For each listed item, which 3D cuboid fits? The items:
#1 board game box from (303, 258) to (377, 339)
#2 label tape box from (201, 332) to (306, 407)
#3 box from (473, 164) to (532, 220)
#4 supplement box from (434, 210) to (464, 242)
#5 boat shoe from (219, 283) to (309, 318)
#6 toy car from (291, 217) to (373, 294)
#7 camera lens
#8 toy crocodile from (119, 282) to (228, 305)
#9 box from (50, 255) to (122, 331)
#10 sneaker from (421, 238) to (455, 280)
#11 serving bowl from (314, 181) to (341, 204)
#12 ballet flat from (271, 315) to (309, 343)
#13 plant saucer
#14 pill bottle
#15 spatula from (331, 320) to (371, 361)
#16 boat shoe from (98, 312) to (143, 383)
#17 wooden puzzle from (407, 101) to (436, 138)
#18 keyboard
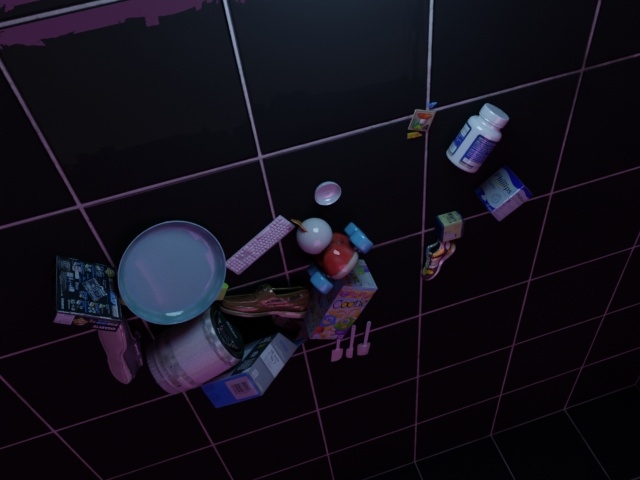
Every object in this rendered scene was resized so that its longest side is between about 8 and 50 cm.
[{"bbox_3d":[0.058,0.206,2.044,0.142,0.144,0.275,7,131,-29],"label":"board game box"},{"bbox_3d":[-0.230,0.423,2.048,0.240,0.334,0.106,-24,104,35],"label":"label tape box"},{"bbox_3d":[0.602,-0.158,1.925,0.137,0.126,0.072,-41,133,18],"label":"box"},{"bbox_3d":[0.446,-0.048,2.019,0.083,0.056,0.083,-15,137,-8],"label":"supplement box"},{"bbox_3d":[-0.187,0.195,1.973,0.307,0.111,0.105,3,106,-20],"label":"boat shoe"},{"bbox_3d":[0.000,0.000,1.823,0.238,0.210,0.219,43,96,-15],"label":"toy car"},{"bbox_3d":[-0.410,0.362,1.945,0.274,0.219,0.219,-30,137,8],"label":"camera lens"},{"bbox_3d":[-0.451,0.154,1.803,0.340,0.105,0.115,9,129,-31],"label":"toy crocodile"},{"bbox_3d":[-0.655,0.147,1.625,0.175,0.220,0.051,16,123,-35],"label":"box"},{"bbox_3d":[0.406,0.063,2.115,0.083,0.070,0.186,19,118,-26],"label":"sneaker"},{"bbox_3d":[0.019,-0.147,1.758,0.083,0.027,0.083,-12,137,-12],"label":"serving bowl"},{"bbox_3d":[-0.113,0.314,2.151,0.250,0.058,0.084,42,71,-50],"label":"ballet flat"},{"bbox_3d":[-0.435,0.092,1.712,0.317,0.043,0.318,-10,111,-27],"label":"plant saucer"},{"bbox_3d":[0.470,-0.306,1.730,0.112,0.112,0.187,10,129,-31],"label":"pill bottle"},{"bbox_3d":[0.131,0.409,2.377,0.168,0.019,0.242,-6,134,-10],"label":"spatula"},{"bbox_3d":[-0.654,0.339,1.935,0.099,0.116,0.320,-45,149,-46],"label":"boat shoe"},{"bbox_3d":[0.295,-0.346,1.688,0.078,0.014,0.116,-7,135,-17],"label":"wooden puzzle"},{"bbox_3d":[-0.196,0.016,1.842,0.256,0.014,0.072,-40,135,17],"label":"keyboard"}]
